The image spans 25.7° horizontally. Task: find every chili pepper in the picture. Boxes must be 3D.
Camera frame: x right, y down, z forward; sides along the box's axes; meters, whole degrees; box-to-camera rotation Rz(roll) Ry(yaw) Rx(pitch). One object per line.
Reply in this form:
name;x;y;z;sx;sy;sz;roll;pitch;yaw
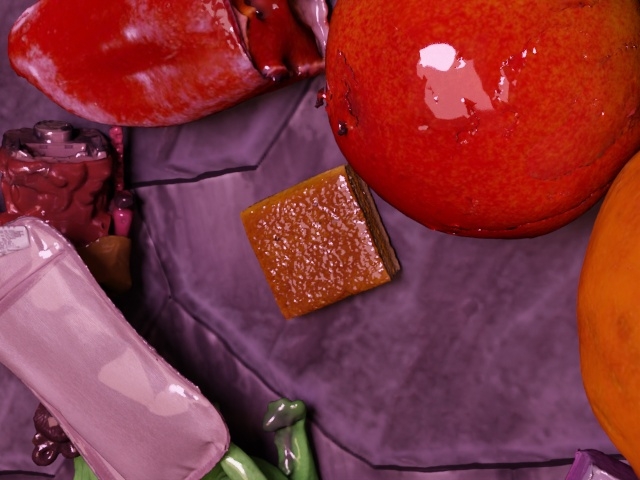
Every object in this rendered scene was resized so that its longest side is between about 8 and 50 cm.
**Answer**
chili pepper;-0.118;-0.146;1.004;0.252;0.136;0.144;-18;141;35

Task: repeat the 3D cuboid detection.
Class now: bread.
bread;0.000;0.000;1.022;0.094;0.035;0.090;-23;94;25

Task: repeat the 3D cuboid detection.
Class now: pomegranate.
pomegranate;0.112;-0.113;0.866;0.235;0.210;0.210;-42;85;-15

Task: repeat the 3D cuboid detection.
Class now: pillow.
pillow;-0.166;0.089;0.997;0.233;0.038;0.130;47;120;-6

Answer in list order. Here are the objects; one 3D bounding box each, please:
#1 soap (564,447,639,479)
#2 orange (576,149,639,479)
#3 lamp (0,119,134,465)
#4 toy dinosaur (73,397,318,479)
soap;0.189;0.285;0.884;0.181;0.081;0.259;26;97;5
orange;0.284;0.042;0.801;0.283;0.226;0.284;-1;102;-6
lamp;-0.202;0.038;1.075;0.118;0.118;0.253;8;110;20
toy dinosaur;0.006;0.336;1.053;0.374;0.144;0.500;-15;93;29
